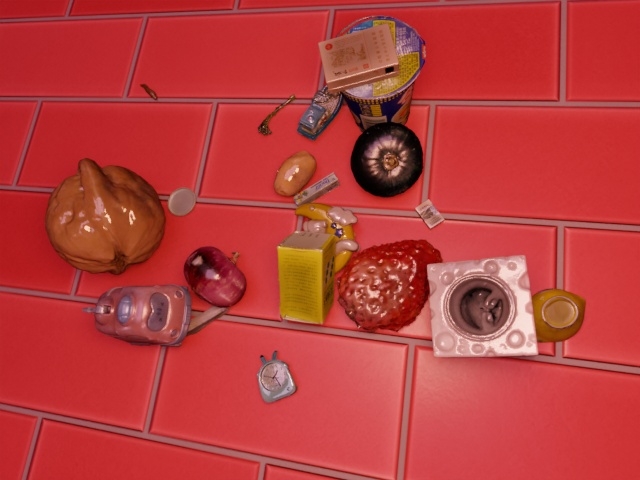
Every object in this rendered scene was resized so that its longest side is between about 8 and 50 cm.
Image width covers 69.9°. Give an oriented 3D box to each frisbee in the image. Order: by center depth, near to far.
[{"bbox_3d":[-0.498,-0.139,1.644,0.110,0.014,0.110,-4,73,12],"label":"frisbee"}]

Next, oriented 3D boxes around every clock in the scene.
[{"bbox_3d":[-0.140,0.412,1.401,0.108,0.045,0.147,-22,71,5],"label":"clock"}]

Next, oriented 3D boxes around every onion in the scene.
[{"bbox_3d":[-0.338,0.110,1.445,0.201,0.200,0.207,-24,62,5],"label":"onion"}]

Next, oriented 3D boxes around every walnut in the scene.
[{"bbox_3d":[-0.703,-0.076,1.520,0.385,0.383,0.382,-3,75,11],"label":"walnut"}]

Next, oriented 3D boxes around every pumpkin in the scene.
[{"bbox_3d":[0.205,-0.251,1.422,0.234,0.163,0.232,1,106,4],"label":"pumpkin"}]

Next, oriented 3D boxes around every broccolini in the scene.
[{"bbox_3d":[-0.164,-0.457,1.646,0.052,0.054,0.194,30,81,37],"label":"broccolini"}]

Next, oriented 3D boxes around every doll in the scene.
[{"bbox_3d":[0.000,0.000,1.444,0.253,0.111,0.236,6,93,10],"label":"doll"}]

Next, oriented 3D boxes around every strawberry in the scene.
[{"bbox_3d":[0.207,0.113,1.353,0.336,0.149,0.265,-37,69,-1],"label":"strawberry"}]

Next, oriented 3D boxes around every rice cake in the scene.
[{"bbox_3d":[-0.392,0.262,1.502,0.207,0.036,0.047,-31,59,3],"label":"rice cake"}]

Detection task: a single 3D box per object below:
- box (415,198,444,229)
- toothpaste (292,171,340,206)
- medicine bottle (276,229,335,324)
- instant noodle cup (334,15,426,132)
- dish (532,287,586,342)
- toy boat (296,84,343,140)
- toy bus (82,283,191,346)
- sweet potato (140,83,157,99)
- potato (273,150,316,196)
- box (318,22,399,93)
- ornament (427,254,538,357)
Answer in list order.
[{"bbox_3d":[0.343,-0.081,1.440,0.054,0.024,0.083,-34,71,3],"label":"box"},{"bbox_3d":[-0.013,-0.164,1.529,0.164,0.046,0.034,-31,68,3],"label":"toothpaste"},{"bbox_3d":[-0.037,0.107,1.357,0.141,0.137,0.249,5,112,13],"label":"medicine bottle"},{"bbox_3d":[0.182,-0.479,1.431,0.285,0.312,0.283,-3,74,11],"label":"instant noodle cup"},{"bbox_3d":[0.649,0.206,1.268,0.208,0.080,0.148,-30,71,2],"label":"dish"},{"bbox_3d":[0.006,-0.463,1.579,0.109,0.098,0.237,31,83,15],"label":"toy boat"},{"bbox_3d":[-0.564,0.227,1.427,0.295,0.232,0.197,-4,74,29],"label":"toy bus"},{"bbox_3d":[-0.675,-0.590,1.800,0.026,0.026,0.115,-44,69,-2],"label":"sweet potato"},{"bbox_3d":[-0.087,-0.220,1.521,0.109,0.118,0.178,40,83,-26],"label":"potato"},{"bbox_3d":[0.105,-0.499,1.256,0.201,0.058,0.140,-14,73,7],"label":"box"},{"bbox_3d":[0.430,0.188,1.215,0.240,0.240,0.239,-7,74,22],"label":"ornament"}]
